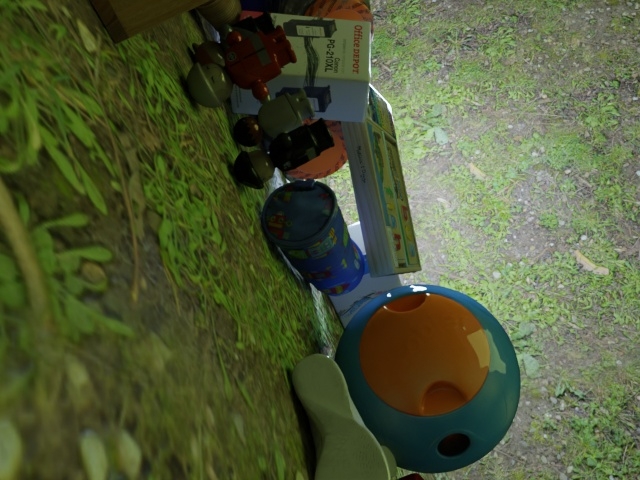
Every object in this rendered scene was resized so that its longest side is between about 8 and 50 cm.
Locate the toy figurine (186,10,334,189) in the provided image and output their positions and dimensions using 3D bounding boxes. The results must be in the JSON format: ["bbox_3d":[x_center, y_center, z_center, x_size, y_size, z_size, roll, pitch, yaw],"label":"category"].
[{"bbox_3d":[-0.094,-0.204,0.767,0.213,0.148,0.209,61,3,-36],"label":"toy figurine"}]

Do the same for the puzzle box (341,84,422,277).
[{"bbox_3d":[0.131,-0.125,1.131,0.272,0.052,0.409,4,75,-69],"label":"puzzle box"}]

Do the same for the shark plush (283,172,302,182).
[{"bbox_3d":[-0.059,-0.177,1.287,0.073,0.067,0.161,54,15,-68],"label":"shark plush"}]

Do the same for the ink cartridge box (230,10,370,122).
[{"bbox_3d":[-0.031,-0.308,0.940,0.100,0.237,0.172,95,-1,-57],"label":"ink cartridge box"}]

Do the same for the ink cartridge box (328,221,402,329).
[{"bbox_3d":[0.105,0.098,1.294,0.171,0.168,0.232,-97,164,-63],"label":"ink cartridge box"}]

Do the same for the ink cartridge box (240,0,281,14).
[{"bbox_3d":[-0.157,-0.584,1.094,0.324,0.071,0.330,103,-28,-45],"label":"ink cartridge box"}]

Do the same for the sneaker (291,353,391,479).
[{"bbox_3d":[0.027,0.236,0.594,0.094,0.080,0.212,78,-5,-50],"label":"sneaker"}]

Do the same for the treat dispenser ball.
[{"bbox_3d":[0.164,0.214,0.841,0.288,0.288,0.288,-22,90,-84],"label":"treat dispenser ball"}]

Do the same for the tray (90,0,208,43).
[{"bbox_3d":[-0.126,-0.343,0.626,0.411,0.203,0.076,-102,168,-59],"label":"tray"}]

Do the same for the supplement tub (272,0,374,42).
[{"bbox_3d":[-0.016,-0.509,1.121,0.193,0.194,0.316,61,5,-53],"label":"supplement tub"}]

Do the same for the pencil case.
[{"bbox_3d":[0.000,0.000,0.925,0.306,0.119,0.133,56,38,-65],"label":"pencil case"}]

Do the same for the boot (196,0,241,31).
[{"bbox_3d":[-0.233,-0.528,0.920,0.220,0.109,0.283,49,27,-61],"label":"boot"}]

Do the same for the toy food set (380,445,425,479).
[{"bbox_3d":[0.083,0.362,0.679,0.232,0.104,0.111,48,26,-16],"label":"toy food set"}]

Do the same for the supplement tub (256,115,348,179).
[{"bbox_3d":[-0.046,-0.307,1.201,0.207,0.207,0.338,62,10,-49],"label":"supplement tub"}]
